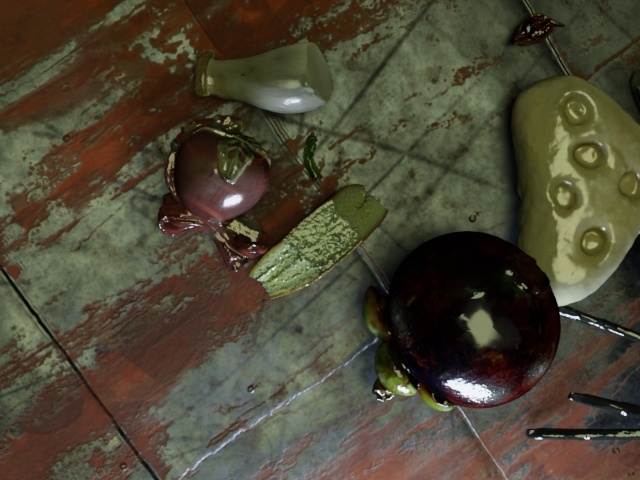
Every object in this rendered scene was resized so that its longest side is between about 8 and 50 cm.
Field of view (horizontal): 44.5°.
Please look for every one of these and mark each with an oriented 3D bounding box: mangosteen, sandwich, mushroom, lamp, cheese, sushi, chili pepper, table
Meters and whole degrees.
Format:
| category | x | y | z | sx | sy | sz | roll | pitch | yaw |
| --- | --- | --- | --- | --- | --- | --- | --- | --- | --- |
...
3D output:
| category | x | y | z | sx | sy | sz | roll | pitch | yaw |
| --- | --- | --- | --- | --- | --- | --- | --- | --- | --- |
| mangosteen | 0.232 | 0.135 | 1.264 | 0.311 | 0.311 | 0.311 | 0 | 93 | -9 |
| sandwich | 0.000 | 0.000 | 1.312 | 0.258 | 0.096 | 0.094 | -41 | 93 | -8 |
| mushroom | -0.093 | -0.260 | 1.289 | 0.225 | 0.093 | 0.116 | -8 | 79 | 1 |
| lamp | -0.152 | -0.088 | 1.265 | 0.215 | 0.151 | 0.223 | 29 | 131 | -4 |
| cheese | 0.417 | -0.098 | 1.351 | 0.351 | 0.129 | 0.328 | -44 | 101 | -6 |
| sushi | 0.376 | -0.371 | 1.373 | 0.099 | 0.047 | 0.050 | -29 | 94 | -8 |
| chili pepper | -0.015 | -0.144 | 1.337 | 0.027 | 0.022 | 0.083 | -5 | 95 | 25 |
| table | 0.509 | 0.274 | 1.350 | 0.249 | 0.317 | 0.317 | 10 | 91 | 3 |

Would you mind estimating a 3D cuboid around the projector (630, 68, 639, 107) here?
| category | x | y | z | sx | sy | sz | roll | pitch | yaw |
| --- | --- | --- | --- | --- | --- | --- | --- | --- | --- |
| projector | 0.702 | -0.279 | 1.365 | 0.242 | 0.177 | 0.163 | -25 | 98 | -8 |
